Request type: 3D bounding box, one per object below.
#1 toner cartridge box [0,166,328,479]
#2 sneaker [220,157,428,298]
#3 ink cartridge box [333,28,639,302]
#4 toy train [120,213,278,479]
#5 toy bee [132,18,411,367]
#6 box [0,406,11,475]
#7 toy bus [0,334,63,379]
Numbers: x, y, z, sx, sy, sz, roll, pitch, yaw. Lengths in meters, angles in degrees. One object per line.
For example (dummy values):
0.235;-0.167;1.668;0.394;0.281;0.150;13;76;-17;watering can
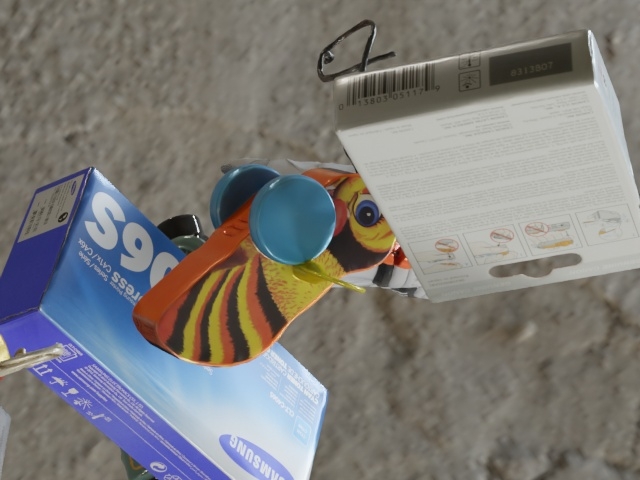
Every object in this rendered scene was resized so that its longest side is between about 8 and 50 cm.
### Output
-0.136;0.109;1.653;0.348;0.075;0.165;45;42;-32;toner cartridge box
0.013;-0.016;1.771;0.210;0.366;0.137;2;88;4;sneaker
0.133;-0.049;1.354;0.232;0.189;0.066;55;30;-54;ink cartridge box
-0.143;0.142;1.940;0.142;0.190;0.334;26;42;-63;toy train
0.000;0.000;1.477;0.162;0.298;0.195;42;9;-26;toy bee
-0.372;0.191;1.585;0.182;0.119;0.181;52;30;-42;box
-0.265;0.053;1.063;0.202;0.191;0.104;-17;86;-14;toy bus
